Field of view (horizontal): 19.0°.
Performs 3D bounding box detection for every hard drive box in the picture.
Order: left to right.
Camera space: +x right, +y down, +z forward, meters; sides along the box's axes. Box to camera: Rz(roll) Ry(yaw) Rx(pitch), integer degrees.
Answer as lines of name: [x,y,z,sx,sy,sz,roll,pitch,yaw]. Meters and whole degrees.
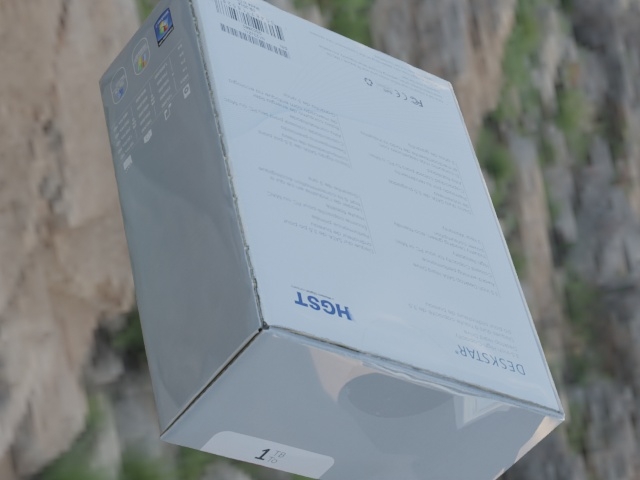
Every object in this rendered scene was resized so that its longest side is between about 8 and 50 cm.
hard drive box: [0.000,0.000,0.942,0.181,0.089,0.232,19,39,-33]
